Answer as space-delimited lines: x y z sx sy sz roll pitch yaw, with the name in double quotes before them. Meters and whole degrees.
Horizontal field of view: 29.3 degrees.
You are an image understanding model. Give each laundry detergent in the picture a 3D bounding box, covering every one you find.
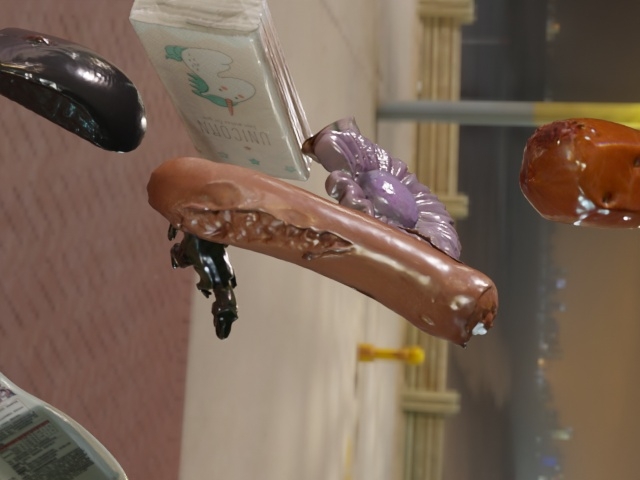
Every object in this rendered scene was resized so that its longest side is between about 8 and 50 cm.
"laundry detergent" -0.485 0.286 1.723 0.264 0.398 0.124 -33 159 -40

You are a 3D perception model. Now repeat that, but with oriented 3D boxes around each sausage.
"sausage" 0.399 -0.093 1.740 0.268 0.141 0.153 5 94 -40
"sausage" 0.000 0.001 0.978 0.078 0.304 0.078 23 90 -83

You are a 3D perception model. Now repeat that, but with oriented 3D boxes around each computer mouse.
"computer mouse" -0.376 -0.243 1.871 0.100 0.269 0.170 -57 -166 21

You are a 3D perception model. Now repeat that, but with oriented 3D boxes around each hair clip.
"hair clip" 0.047 -0.062 1.228 0.069 0.173 0.300 -56 -153 11

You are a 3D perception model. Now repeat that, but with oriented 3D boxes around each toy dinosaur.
"toy dinosaur" -0.137 0.037 1.609 0.187 0.087 0.179 60 -12 -12

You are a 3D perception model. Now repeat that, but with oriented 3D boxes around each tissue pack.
"tissue pack" -0.116 -0.196 1.567 0.325 0.170 0.071 68 35 -59
